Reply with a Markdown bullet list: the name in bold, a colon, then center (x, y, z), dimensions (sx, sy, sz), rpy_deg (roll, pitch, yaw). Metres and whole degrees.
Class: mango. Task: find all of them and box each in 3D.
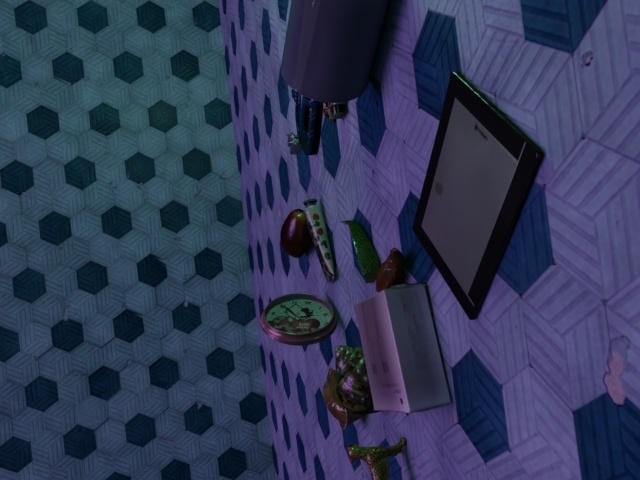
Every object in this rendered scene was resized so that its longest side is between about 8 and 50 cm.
- **mango**: center (-0.085, -0.012, 1.963), dimensions (0.267, 0.111, 0.133), rpy_deg (103, 144, -62)

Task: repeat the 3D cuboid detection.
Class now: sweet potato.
- **sweet potato**: center (0.155, 0.073, 1.231), dimensions (0.205, 0.060, 0.068), rpy_deg (96, -166, -54)

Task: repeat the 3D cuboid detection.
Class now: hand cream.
- **hand cream**: center (0.000, 0.000, 1.772), dimensions (0.095, 0.059, 0.275), rpy_deg (126, 130, -70)

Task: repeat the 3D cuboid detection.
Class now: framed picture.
- **framed picture**: center (0.244, -0.072, 0.947), dimensions (0.265, 0.016, 0.346), rpy_deg (-113, 22, -47)

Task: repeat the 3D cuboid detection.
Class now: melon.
- **melon**: center (0.105, 0.020, 1.459), dimensions (0.261, 0.053, 0.114), rpy_deg (-109, 2, -49)

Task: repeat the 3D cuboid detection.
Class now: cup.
- **cup**: center (0.037, -0.473, 1.175), dimensions (0.312, 0.206, 0.205), rpy_deg (107, 152, -51)

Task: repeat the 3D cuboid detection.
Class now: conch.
- **conch**: center (0.098, 0.360, 1.446), dimensions (0.187, 0.124, 0.181), rpy_deg (112, 152, -74)

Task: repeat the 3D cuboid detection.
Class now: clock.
- **clock**: center (-0.068, 0.249, 1.762), dimensions (0.244, 0.245, 0.056), rpy_deg (-122, 27, -57)

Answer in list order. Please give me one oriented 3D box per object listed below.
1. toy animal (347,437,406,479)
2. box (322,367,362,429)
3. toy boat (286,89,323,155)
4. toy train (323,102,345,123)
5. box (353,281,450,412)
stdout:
- **toy animal**: center (0.149, 0.564, 1.324), dimensions (0.073, 0.136, 0.181), rpy_deg (118, 141, -64)
- **box**: center (0.062, 0.463, 1.648), dimensions (0.111, 0.111, 0.177), rpy_deg (100, 157, -46)
- **toy boat**: center (-0.055, -0.410, 1.730), dimensions (0.134, 0.092, 0.298), rpy_deg (-111, 20, -50)
- **toy train**: center (0.037, -0.385, 1.484), dimensions (0.087, 0.050, 0.137), rpy_deg (179, 84, -71)
- **box**: center (0.168, 0.232, 1.190), dimensions (0.203, 0.106, 0.251), rpy_deg (136, 124, -69)
